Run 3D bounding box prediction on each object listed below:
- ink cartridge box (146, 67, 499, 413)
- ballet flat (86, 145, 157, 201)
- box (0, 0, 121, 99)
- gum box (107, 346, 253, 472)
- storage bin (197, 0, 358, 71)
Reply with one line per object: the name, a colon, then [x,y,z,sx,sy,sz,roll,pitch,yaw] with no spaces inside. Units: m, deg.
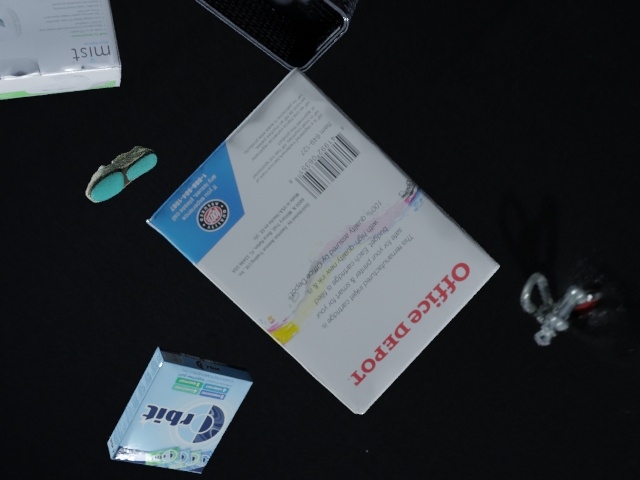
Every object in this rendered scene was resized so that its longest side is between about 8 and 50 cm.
ink cartridge box: [0.000,0.000,0.653,0.232,0.168,0.171,45,-91,-6]
ballet flat: [-0.368,-0.121,1.324,0.052,0.057,0.168,27,-137,23]
box: [-0.425,-0.321,1.010,0.262,0.127,0.231,-11,-88,-15]
gum box: [-0.216,0.265,1.131,0.184,0.157,0.041,-60,-146,13]
storage bin: [-0.053,-0.309,0.889,0.180,0.122,0.084,33,-128,-20]
